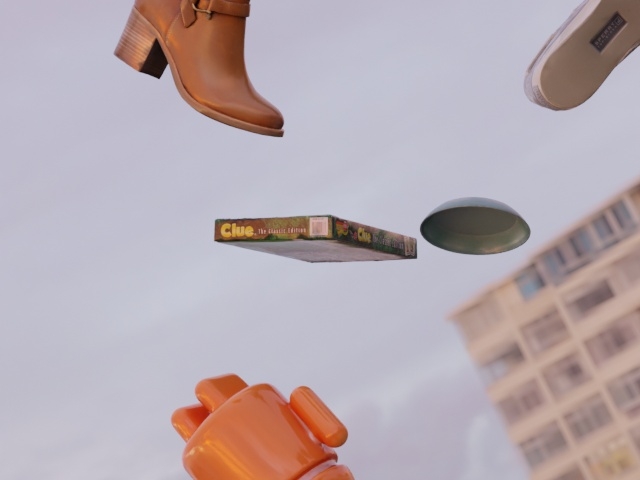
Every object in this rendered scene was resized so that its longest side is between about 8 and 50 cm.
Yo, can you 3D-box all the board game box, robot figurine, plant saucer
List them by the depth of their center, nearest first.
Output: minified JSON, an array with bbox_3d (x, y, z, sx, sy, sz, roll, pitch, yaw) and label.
[{"bbox_3d":[-0.050,0.229,1.856,0.158,0.219,0.128,-38,-18,-16],"label":"robot figurine"},{"bbox_3d":[0.167,-0.019,2.008,0.119,0.021,0.119,3,-25,2],"label":"plant saucer"},{"bbox_3d":[0.000,0.000,2.029,0.136,0.030,0.260,1,-5,22],"label":"board game box"}]

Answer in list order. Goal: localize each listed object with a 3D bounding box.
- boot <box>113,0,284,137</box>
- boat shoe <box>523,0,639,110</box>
[{"bbox_3d":[-0.089,-0.197,1.750,0.152,0.197,0.073,-60,-12,9],"label":"boot"},{"bbox_3d":[0.277,-0.213,1.779,0.227,0.079,0.081,-45,14,-9],"label":"boat shoe"}]
